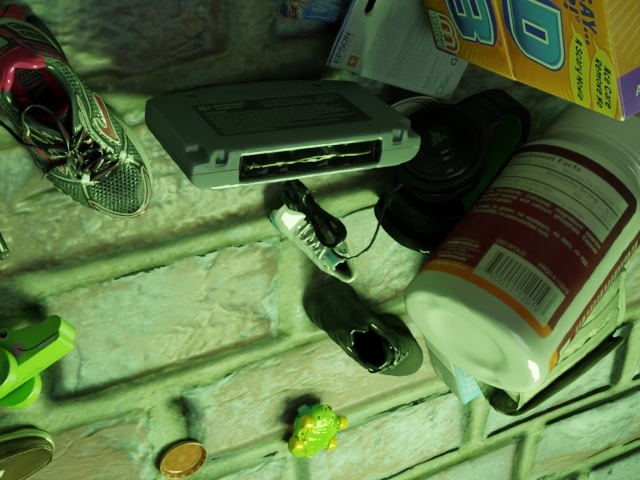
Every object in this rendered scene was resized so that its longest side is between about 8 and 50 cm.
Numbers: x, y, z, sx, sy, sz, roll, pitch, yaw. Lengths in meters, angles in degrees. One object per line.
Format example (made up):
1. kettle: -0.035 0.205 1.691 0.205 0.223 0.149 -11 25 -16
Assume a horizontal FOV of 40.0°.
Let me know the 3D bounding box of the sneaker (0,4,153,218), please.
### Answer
1. sneaker: -0.292 -0.120 1.010 0.121 0.112 0.299 -37 135 -2

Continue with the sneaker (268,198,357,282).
1. sneaker: 0.000 0.000 1.301 0.071 0.083 0.190 -44 133 7

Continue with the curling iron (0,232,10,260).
1. curling iron: -0.408 -0.080 1.021 0.068 0.035 0.274 -19 131 -18

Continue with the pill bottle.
1. pill bottle: 0.315 -0.001 1.245 0.392 0.224 0.224 -49 137 -20

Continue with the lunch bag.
1. lunch bag: 0.366 0.155 1.440 0.235 0.169 0.287 -34 141 -10

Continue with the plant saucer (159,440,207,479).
1. plant saucer: -0.232 0.369 1.484 0.083 0.013 0.083 -16 129 -21

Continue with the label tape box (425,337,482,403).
1. label tape box: 0.298 0.102 1.543 0.240 0.106 0.334 -29 132 -10

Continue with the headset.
1. headset: 0.138 -0.097 1.285 0.394 0.185 0.243 -30 151 -31

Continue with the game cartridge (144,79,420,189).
1. game cartridge: -0.052 -0.139 1.081 0.297 0.198 0.062 -10 119 -25

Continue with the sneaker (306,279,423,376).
1. sneaker: 0.091 0.177 1.458 0.109 0.130 0.286 -49 135 7

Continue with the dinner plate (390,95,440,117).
1. dinner plate: 0.111 -0.161 1.269 0.141 0.017 0.141 -22 154 -12

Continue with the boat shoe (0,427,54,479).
1. boat shoe: -0.500 0.361 1.256 0.257 0.095 0.095 -24 132 -15

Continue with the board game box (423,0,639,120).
1. board game box: 0.316 -0.405 0.951 0.356 0.356 0.357 -30 123 -12

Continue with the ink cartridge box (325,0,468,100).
1. ink cartridge box: 0.128 -0.313 1.167 0.224 0.045 0.223 9 117 -35

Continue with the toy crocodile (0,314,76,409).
1. toy crocodile: -0.476 0.202 1.154 0.340 0.105 0.115 -36 162 -4

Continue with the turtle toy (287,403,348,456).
1. turtle toy: -0.017 0.337 1.554 0.095 0.066 0.130 8 119 -33

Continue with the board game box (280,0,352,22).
1. board game box: 0.002 -0.321 1.101 0.090 0.020 0.090 -4 124 -29
